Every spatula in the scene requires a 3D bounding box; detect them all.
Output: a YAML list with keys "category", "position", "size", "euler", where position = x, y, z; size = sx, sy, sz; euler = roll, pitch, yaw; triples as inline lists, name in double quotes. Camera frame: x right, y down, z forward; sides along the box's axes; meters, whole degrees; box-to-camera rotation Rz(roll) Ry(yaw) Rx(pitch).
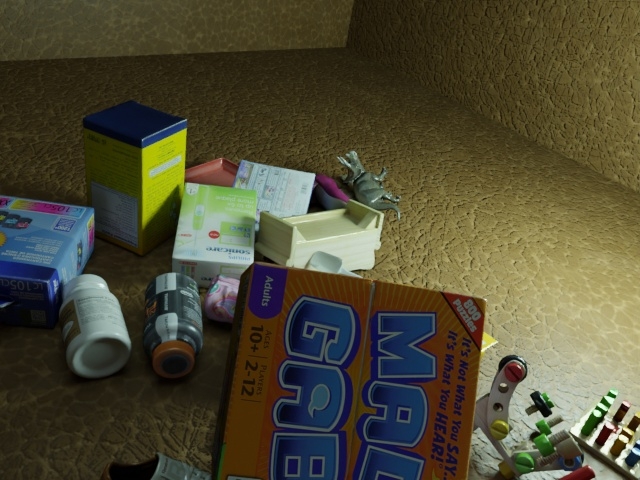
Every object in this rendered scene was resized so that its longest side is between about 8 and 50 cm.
- category: "spatula"
  position: [0.061, 0.142, 1.563]
  size: [0.242, 0.019, 0.168]
  euler: [24, 78, 15]

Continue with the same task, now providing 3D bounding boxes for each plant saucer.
- category: "plant saucer"
  position: [-0.333, -0.182, 2.029]
  size: [0.258, 0.047, 0.259]
  euler: [29, 37, 27]

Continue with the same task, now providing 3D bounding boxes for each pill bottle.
- category: "pill bottle"
  position: [-0.502, 0.180, 1.328]
  size: [0.131, 0.131, 0.229]
  euler: [-7, 36, -26]
- category: "pill bottle"
  position: [-0.332, 0.193, 1.359]
  size: [0.130, 0.130, 0.245]
  euler: [1, 33, -15]

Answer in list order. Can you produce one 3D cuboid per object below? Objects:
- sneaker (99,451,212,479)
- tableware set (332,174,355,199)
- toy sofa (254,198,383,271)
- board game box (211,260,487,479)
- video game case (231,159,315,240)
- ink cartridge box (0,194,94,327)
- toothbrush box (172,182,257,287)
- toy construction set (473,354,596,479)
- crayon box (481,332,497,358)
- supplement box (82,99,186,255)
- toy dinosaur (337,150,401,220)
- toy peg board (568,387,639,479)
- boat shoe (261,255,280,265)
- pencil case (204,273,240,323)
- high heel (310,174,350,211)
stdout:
- category: "sneaker"
  position: [-0.232, 0.430, 1.026]
  size: [0.290, 0.123, 0.106]
  euler: [6, 30, -10]
- category: "tableware set"
  position: [0.099, -0.194, 2.202]
  size: [0.141, 0.020, 0.168]
  euler: [-10, 39, -27]
- category: "toy sofa"
  position: [0.000, 0.000, 1.712]
  size: [0.363, 0.177, 0.150]
  euler: [-11, 27, -40]
- category: "board game box"
  position: [0.021, 0.247, 1.016]
  size: [0.356, 0.356, 0.356]
  euler: [9, -7, -9]
- category: "video game case"
  position: [-0.160, -0.116, 1.879]
  size: [0.244, 0.061, 0.269]
  euler: [12, 54, 0]
- category: "ink cartridge box"
  position: [-0.729, 0.060, 1.440]
  size: [0.270, 0.151, 0.395]
  euler: [7, 34, -6]
- category: "toothbrush box"
  position: [-0.285, -0.013, 1.651]
  size: [0.206, 0.122, 0.283]
  euler: [6, 48, -8]
- category: "toy construction set"
  position: [0.369, 0.405, 1.195]
  size: [0.237, 0.257, 0.309]
  euler: [-33, 13, 11]
- category: "crayon box"
  position: [0.245, 0.272, 1.451]
  size: [0.323, 0.083, 0.203]
  euler: [-19, 43, -38]
- category: "supplement box"
  position: [-0.509, -0.173, 1.669]
  size: [0.194, 0.356, 0.195]
  euler: [22, 33, 16]
- category: "toy dinosaur"
  position: [0.178, -0.168, 2.120]
  size: [0.160, 0.121, 0.313]
  euler: [-14, 63, -19]
- category: "toy peg board"
  position: [0.671, 0.420, 1.349]
  size: [0.161, 0.079, 0.161]
  euler: [34, 39, 32]
- category: "boat shoe"
  position: [-0.135, 0.043, 1.720]
  size: [0.063, 0.059, 0.170]
  euler: [8, 32, -4]
- category: "pencil case"
  position: [-0.137, 0.164, 1.474]
  size: [0.284, 0.124, 0.124]
  euler: [12, 32, 4]
- category: "high heel"
  position: [0.086, -0.125, 1.988]
  size: [0.181, 0.127, 0.377]
  euler: [-24, 46, -38]
